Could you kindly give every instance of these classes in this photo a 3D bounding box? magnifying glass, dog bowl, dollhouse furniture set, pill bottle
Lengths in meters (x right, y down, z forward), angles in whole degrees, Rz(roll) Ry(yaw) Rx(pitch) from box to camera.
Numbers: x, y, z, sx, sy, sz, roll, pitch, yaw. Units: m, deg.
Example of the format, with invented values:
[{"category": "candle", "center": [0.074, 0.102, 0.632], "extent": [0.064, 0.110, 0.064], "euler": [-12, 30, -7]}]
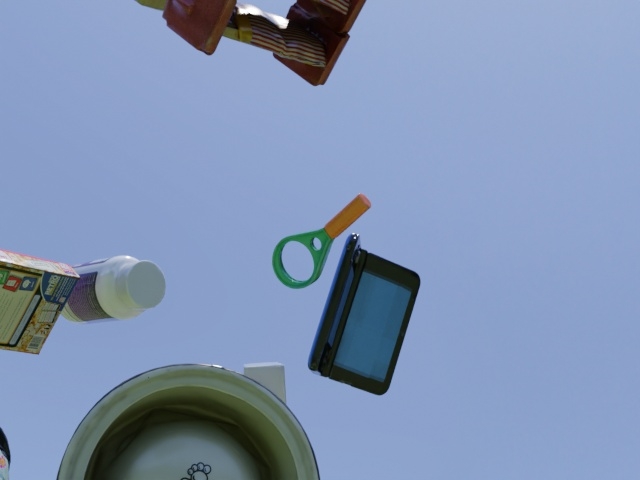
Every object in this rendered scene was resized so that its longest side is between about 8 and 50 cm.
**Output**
[{"category": "magnifying glass", "center": [0.000, 0.000, 1.348], "extent": [0.231, 0.026, 0.092], "euler": [-42, -101, 33]}, {"category": "dog bowl", "center": [-0.212, 0.410, 1.281], "extent": [0.408, 0.408, 0.150], "euler": [21, -29, -12]}, {"category": "dollhouse furniture set", "center": [-0.139, -0.357, 1.049], "extent": [0.201, 0.374, 0.152], "euler": [4, -61, -48]}, {"category": "pill bottle", "center": [-0.351, 0.083, 1.367], "extent": [0.193, 0.108, 0.108], "euler": [-9, -46, 40]}]

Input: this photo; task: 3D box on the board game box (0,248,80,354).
[{"category": "board game box", "center": [-0.477, 0.088, 1.206], "extent": [0.193, 0.045, 0.146], "euler": [21, -77, -50]}]

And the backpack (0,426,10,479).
[{"category": "backpack", "center": [-0.302, 0.245, 0.639], "extent": [0.152, 0.182, 0.115], "euler": [-25, -43, -5]}]

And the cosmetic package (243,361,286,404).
[{"category": "cosmetic package", "center": [-0.123, 0.468, 1.845], "extent": [0.097, 0.377, 0.284], "euler": [-3, -7, -4]}]

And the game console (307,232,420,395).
[{"category": "game console", "center": [0.101, 0.163, 1.717], "extent": [0.173, 0.293, 0.250], "euler": [16, -11, 7]}]
